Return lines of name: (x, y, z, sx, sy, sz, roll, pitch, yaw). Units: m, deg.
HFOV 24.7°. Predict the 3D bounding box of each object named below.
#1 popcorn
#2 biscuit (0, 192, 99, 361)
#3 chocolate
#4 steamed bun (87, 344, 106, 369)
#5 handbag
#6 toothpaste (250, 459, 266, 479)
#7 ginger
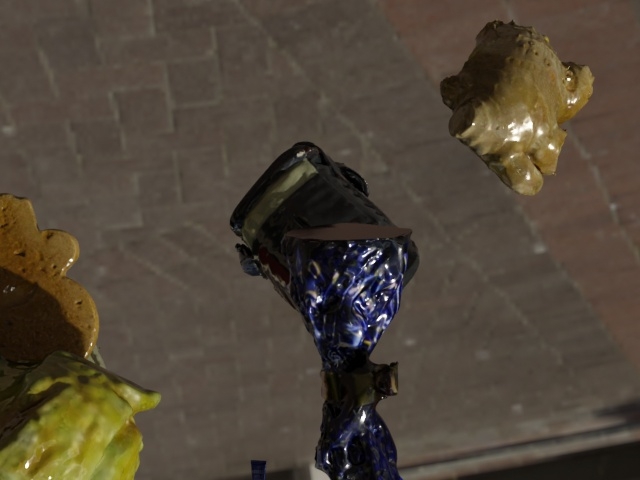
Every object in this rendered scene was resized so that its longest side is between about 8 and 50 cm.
popcorn: (-0.302, 0.202, 1.385, 0.276, 0.226, 0.276, 17, 159, 6)
biscuit: (-0.325, 0.062, 1.599, 0.166, 0.225, 0.036, -34, 172, -10)
chocolate: (0.032, 0.152, 1.398, 0.126, 0.343, 0.148, -1, 178, -28)
steamed bun: (-0.366, 0.281, 1.920, 0.247, 0.339, 0.352, 20, 129, -2)
handbag: (0.000, 0.000, 1.807, 0.181, 0.181, 0.254, -47, 158, 5)
toothpaste: (-0.094, 0.366, 2.184, 0.024, 0.083, 0.015, 3, -163, 4)
ginger: (0.210, -0.156, 1.560, 0.157, 0.216, 0.102, 33, 143, -5)
